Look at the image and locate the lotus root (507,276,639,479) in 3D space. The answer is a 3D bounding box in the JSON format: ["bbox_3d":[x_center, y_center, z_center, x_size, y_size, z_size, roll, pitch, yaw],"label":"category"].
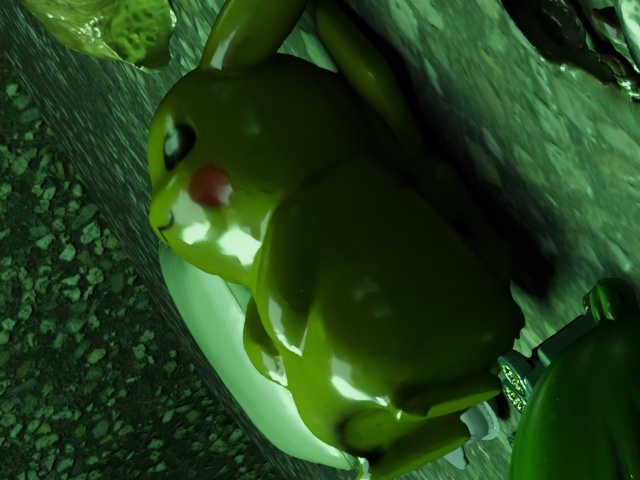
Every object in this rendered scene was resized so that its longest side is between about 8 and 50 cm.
[{"bbox_3d":[0.155,0.097,0.745,0.186,0.186,0.186,52,169,14],"label":"lotus root"}]

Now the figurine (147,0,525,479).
[{"bbox_3d":[-0.001,-0.018,1.016,0.326,0.169,0.218,50,153,13],"label":"figurine"}]

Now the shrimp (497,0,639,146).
[{"bbox_3d":[0.105,-0.102,0.636,0.148,0.035,0.195,46,169,49],"label":"shrimp"}]

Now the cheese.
[{"bbox_3d":[0.095,0.133,1.327,0.105,0.042,0.191,37,158,8],"label":"cheese"}]

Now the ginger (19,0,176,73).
[{"bbox_3d":[-0.196,-0.223,1.332,0.219,0.123,0.270,49,169,17],"label":"ginger"}]

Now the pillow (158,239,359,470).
[{"bbox_3d":[-0.064,0.111,1.820,0.322,0.120,0.255,57,168,-2],"label":"pillow"}]

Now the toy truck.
[{"bbox_3d":[0.159,0.107,0.927,0.100,0.077,0.169,50,168,29],"label":"toy truck"}]
